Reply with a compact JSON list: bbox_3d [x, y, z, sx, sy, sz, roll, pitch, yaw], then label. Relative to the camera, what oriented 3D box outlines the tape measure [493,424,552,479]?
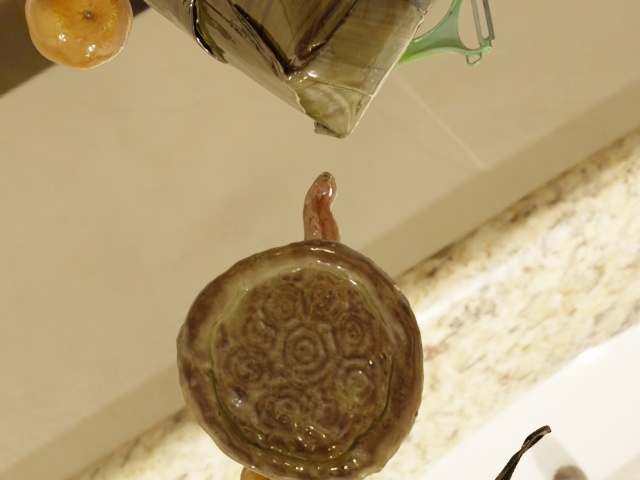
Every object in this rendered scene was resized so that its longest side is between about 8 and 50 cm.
[{"bbox_3d":[0.211,0.292,0.919,0.180,0.107,0.104,-57,177,19],"label":"tape measure"}]

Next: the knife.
[{"bbox_3d":[0.060,-0.151,0.714,0.166,0.078,0.022,-17,148,25],"label":"knife"}]

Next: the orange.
[{"bbox_3d":[-0.363,-0.334,1.316,0.159,0.136,0.159,-4,99,-29],"label":"orange"}]

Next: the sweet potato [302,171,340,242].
[{"bbox_3d":[0.000,-0.001,1.213,0.058,0.055,0.202,7,110,0],"label":"sweet potato"}]

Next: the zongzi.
[{"bbox_3d":[-0.001,-0.217,0.568,0.242,0.221,0.112,-54,151,2],"label":"zongzi"}]

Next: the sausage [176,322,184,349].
[{"bbox_3d":[-0.098,0.138,1.611,0.354,0.116,0.134,-22,138,-40],"label":"sausage"}]

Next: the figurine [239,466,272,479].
[{"bbox_3d":[-0.035,0.465,1.499,0.215,0.228,0.215,-5,173,-1],"label":"figurine"}]

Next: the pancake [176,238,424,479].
[{"bbox_3d":[-0.014,0.118,0.871,0.250,0.250,0.031,-28,175,-6],"label":"pancake"}]
